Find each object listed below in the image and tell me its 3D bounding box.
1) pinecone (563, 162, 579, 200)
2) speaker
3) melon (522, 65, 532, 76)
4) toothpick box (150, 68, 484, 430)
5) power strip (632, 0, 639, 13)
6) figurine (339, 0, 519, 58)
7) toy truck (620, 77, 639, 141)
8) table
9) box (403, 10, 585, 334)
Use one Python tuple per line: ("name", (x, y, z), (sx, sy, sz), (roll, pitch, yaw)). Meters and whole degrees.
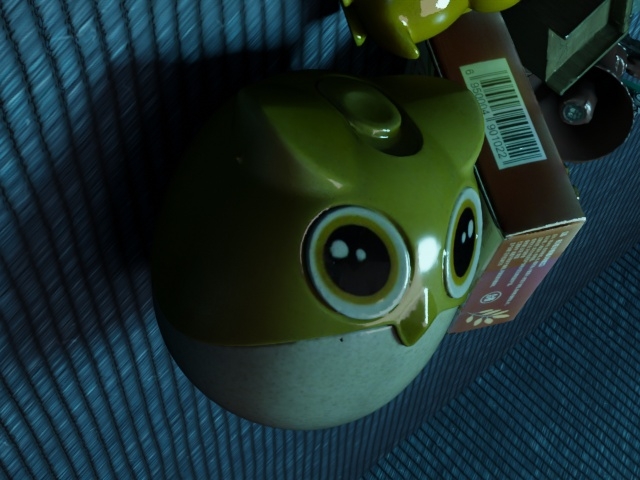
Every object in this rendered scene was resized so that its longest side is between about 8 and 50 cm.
("pinecone", (0.319, -0.112, 1.870), (0.244, 0.309, 0.244), (-48, -168, 14))
("speaker", (0.497, -0.298, 1.773), (0.329, 0.259, 0.198), (-56, 136, -42))
("melon", (0.412, -0.295, 1.931), (0.203, 0.093, 0.139), (-18, 151, -41))
("toothpick box", (0.000, 0.000, 1.318), (0.409, 0.409, 0.425), (-22, 144, -43))
("power strip", (0.603, -0.510, 1.953), (0.137, 0.044, 0.216), (-34, 154, -24))
("figurine", (0.133, -0.324, 1.278), (0.228, 0.215, 0.215), (-42, 157, -4))
("toy truck", (0.615, -0.271, 2.263), (0.253, 0.124, 0.114), (-25, 149, -36))
("table", (0.353, -0.369, 1.576), (0.172, 0.193, 0.169), (-42, 157, -8))
("box", (0.220, -0.090, 1.536), (0.122, 0.344, 0.385), (-13, 158, -10))
